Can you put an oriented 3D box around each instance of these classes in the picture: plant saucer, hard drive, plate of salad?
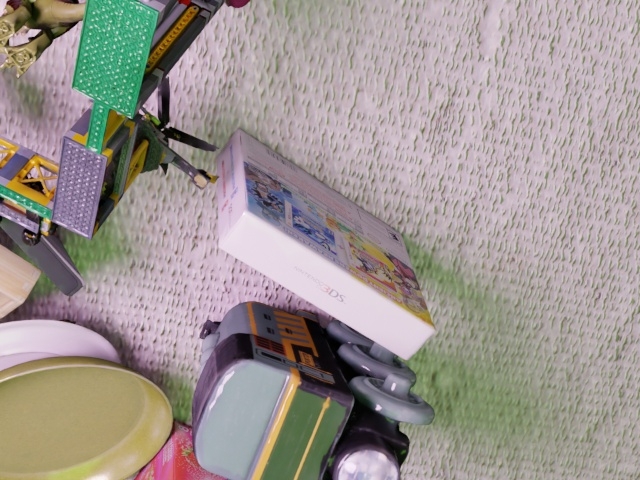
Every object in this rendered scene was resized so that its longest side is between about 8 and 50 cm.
[{"bbox_3d":[-0.269,0.187,1.054,0.241,0.037,0.241,-14,139,-12],"label":"plant saucer"},{"bbox_3d":[-0.260,-0.006,0.953,0.022,0.135,0.094,-41,115,-7],"label":"hard drive"},{"bbox_3d":[-0.300,0.137,1.052,0.200,0.048,0.200,-13,139,-12],"label":"plate of salad"}]

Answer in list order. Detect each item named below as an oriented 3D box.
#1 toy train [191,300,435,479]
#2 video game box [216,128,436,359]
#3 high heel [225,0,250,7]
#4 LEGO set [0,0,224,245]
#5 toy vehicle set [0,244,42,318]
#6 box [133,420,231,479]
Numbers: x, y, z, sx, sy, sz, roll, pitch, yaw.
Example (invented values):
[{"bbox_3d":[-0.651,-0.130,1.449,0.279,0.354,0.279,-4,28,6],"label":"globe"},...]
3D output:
[{"bbox_3d":[-0.019,0.137,0.953,0.190,0.334,0.142,22,98,-10],"label":"toy train"},{"bbox_3d":[0.000,0.000,0.961,0.205,0.187,0.048,32,107,-20],"label":"video game box"},{"bbox_3d":[-0.008,-0.369,0.823,0.181,0.127,0.377,-4,121,-13],"label":"high heel"},{"bbox_3d":[-0.190,-0.172,0.802,0.255,0.192,0.331,21,136,7],"label":"LEGO set"},{"bbox_3d":[-0.393,-0.010,0.932,0.267,0.035,0.166,36,147,-22],"label":"toy vehicle set"},{"bbox_3d":[-0.121,0.319,1.059,0.128,0.257,0.122,27,111,-19],"label":"box"}]
